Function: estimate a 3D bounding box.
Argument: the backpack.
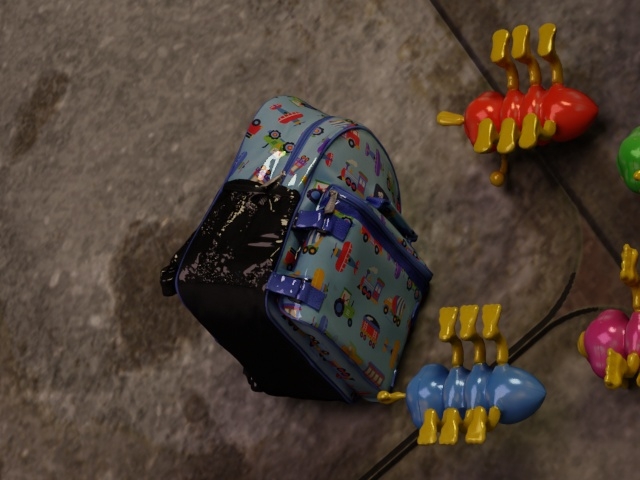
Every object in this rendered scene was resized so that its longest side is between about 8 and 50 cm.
[{"bbox_3d":[0.000,0.000,1.205,0.117,0.158,0.173,5,59,33],"label":"backpack"}]

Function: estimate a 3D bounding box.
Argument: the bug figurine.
[{"bbox_3d":[0.149,0.005,1.126,0.216,0.072,0.279,-2,62,33],"label":"bug figurine"}]
